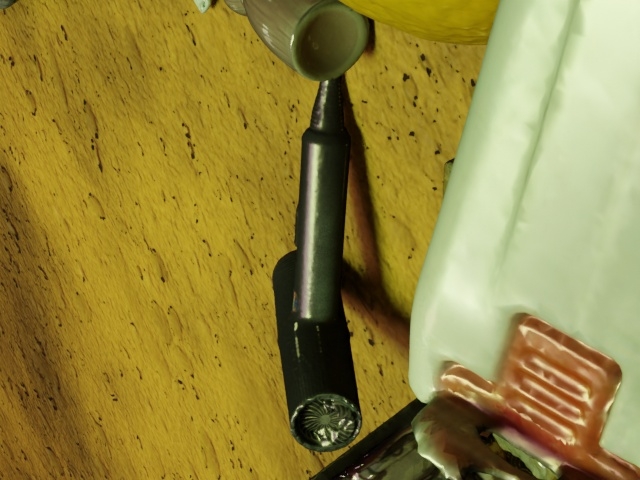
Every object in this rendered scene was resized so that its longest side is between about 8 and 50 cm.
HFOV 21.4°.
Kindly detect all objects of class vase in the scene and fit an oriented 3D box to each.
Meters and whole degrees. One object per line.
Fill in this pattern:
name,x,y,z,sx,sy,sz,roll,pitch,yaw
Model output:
vase,-0.018,-0.135,0.982,0.100,0.053,0.053,43,149,48

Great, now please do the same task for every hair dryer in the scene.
hair dryer,0.002,0.003,1.027,0.173,0.050,0.195,-102,14,-58

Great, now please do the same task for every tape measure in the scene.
tape measure,0.127,-0.071,0.486,0.125,0.246,0.243,30,132,19

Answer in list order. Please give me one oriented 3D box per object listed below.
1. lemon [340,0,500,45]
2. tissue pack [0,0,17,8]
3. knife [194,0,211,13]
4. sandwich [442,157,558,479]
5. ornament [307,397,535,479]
lemon,0.057,-0.166,0.635,0.244,0.187,0.187,-76,-33,-75
tissue pack,-0.313,-0.314,1.320,0.394,0.124,0.288,6,125,64
knife,-0.068,-0.177,1.098,0.027,0.010,0.096,63,154,6
sandwich,0.133,0.061,0.770,0.122,0.128,0.236,48,152,51
ornament,0.088,0.188,0.990,0.196,0.153,0.166,51,156,7
